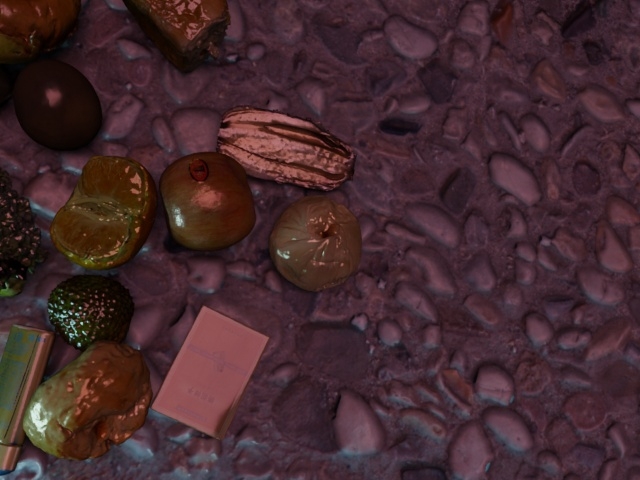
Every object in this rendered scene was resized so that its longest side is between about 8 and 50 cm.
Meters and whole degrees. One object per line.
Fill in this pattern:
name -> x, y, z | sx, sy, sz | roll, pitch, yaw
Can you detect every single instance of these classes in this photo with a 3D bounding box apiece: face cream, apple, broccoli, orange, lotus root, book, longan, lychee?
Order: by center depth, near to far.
broccoli -> -0.716, -0.018, 1.124 | 0.281, 0.293, 0.348 | -42, 80, 20
face cream -> -0.588, 0.306, 1.161 | 0.067, 0.139, 0.285 | 25, 73, -44
lychee -> -0.457, 0.140, 1.207 | 0.171, 0.171, 0.171 | 2, 80, -14
orange -> -0.433, -0.052, 1.243 | 0.179, 0.158, 0.237 | 16, 76, 2
longan -> -0.537, -0.275, 1.247 | 0.189, 0.189, 0.189 | 2, 80, -14
apple -> -0.236, -0.081, 1.275 | 0.188, 0.211, 0.211 | -16, 85, -14
book -> -0.233, 0.282, 1.310 | 0.170, 0.018, 0.241 | 27, 75, -9
lotus root -> -0.076, -0.212, 1.411 | 0.329, 0.078, 0.167 | 16, 100, -13

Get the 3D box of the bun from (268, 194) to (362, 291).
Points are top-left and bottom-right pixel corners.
bun -> 0.000, 0.000, 1.357 | 0.220, 0.134, 0.220 | 4, 75, -14

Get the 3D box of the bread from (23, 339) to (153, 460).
bread -> -0.420, 0.307, 1.143 | 0.244, 0.244, 0.134 | -40, 58, -17

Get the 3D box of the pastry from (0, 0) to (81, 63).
pastry -> -0.661, -0.508, 1.222 | 0.356, 0.164, 0.356 | 13, 55, -19

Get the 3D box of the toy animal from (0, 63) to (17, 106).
toy animal -> -0.750, -0.327, 1.232 | 0.245, 0.114, 0.146 | -12, 81, -13

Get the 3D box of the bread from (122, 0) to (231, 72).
bread -> -0.300, -0.504, 1.337 | 0.176, 0.195, 0.246 | -44, 94, -10
